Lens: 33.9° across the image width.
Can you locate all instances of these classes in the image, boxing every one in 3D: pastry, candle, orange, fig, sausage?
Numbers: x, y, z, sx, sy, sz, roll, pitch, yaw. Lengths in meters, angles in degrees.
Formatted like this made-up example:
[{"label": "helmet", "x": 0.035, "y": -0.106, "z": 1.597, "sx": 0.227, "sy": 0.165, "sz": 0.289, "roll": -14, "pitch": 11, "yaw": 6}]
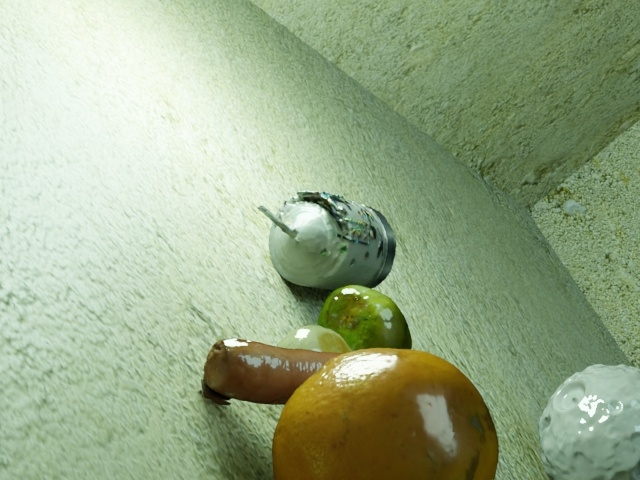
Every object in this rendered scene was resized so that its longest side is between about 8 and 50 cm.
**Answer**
[{"label": "pastry", "x": -0.001, "y": 0.210, "z": 1.681, "sx": 0.156, "sy": 0.092, "sz": 0.156, "roll": 35, "pitch": 31, "yaw": -25}, {"label": "candle", "x": 0.000, "y": 0.000, "z": 1.956, "sx": 0.330, "sy": 0.187, "sz": 0.187, "roll": 13, "pitch": 40, "yaw": -59}, {"label": "orange", "x": 0.085, "y": 0.288, "z": 1.387, "sx": 0.312, "sy": 0.312, "sz": 0.312, "roll": 42, "pitch": 19, "yaw": -19}, {"label": "fig", "x": 0.077, "y": 0.188, "z": 1.843, "sx": 0.167, "sy": 0.167, "sz": 0.233, "roll": -106, "pitch": -174, "yaw": -52}, {"label": "sausage", "x": 0.015, "y": 0.205, "z": 1.558, "sx": 0.419, "sy": 0.094, "sz": 0.094, "roll": 10, "pitch": 65, "yaw": -38}]

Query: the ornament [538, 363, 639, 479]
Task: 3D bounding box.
[{"label": "ornament", "x": 0.644, "y": 0.434, "z": 2.316, "sx": 0.337, "sy": 0.337, "sz": 0.337, "roll": 42, "pitch": 19, "yaw": -19}]
